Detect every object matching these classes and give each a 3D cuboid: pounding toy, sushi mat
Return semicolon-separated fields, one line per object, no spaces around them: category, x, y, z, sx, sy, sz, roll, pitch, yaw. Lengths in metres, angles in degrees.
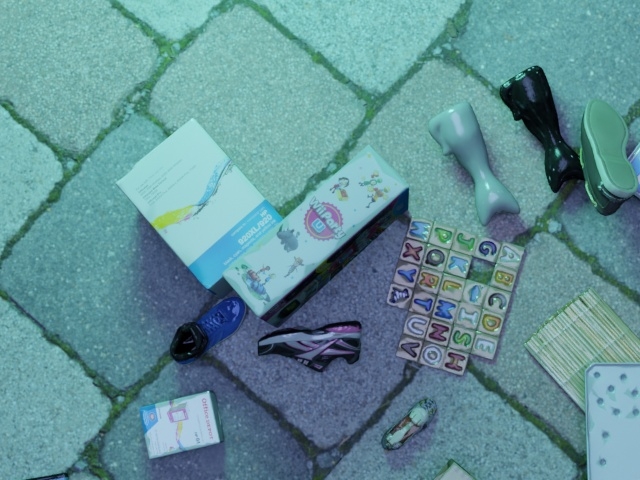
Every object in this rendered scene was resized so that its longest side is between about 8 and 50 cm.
pounding toy;0.206;0.428;1.817;0.100;0.141;0.130;39;87;7
sushi mat;0.491;0.237;1.887;0.151;0.019;0.316;-42;82;-1

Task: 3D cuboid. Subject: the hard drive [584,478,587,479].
hard drive;0.479;0.435;1.859;0.094;0.022;0.135;-37;82;-2

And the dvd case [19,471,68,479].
dvd case;-0.490;0.524;1.909;0.180;0.022;0.253;-10;82;3

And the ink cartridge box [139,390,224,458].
ink cartridge box;-0.228;0.303;1.906;0.122;0.052;0.088;-14;82;0

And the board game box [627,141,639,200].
board game box;0.658;-0.086;1.887;0.305;0.053;0.193;38;97;7

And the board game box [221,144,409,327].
board game box;0.000;0.000;1.845;0.303;0.224;0.097;-43;82;-2

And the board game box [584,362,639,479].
board game box;0.615;0.389;1.818;0.390;0.050;0.389;0;80;3

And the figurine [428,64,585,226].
figurine;0.314;-0.151;1.919;0.215;0.092;0.209;-27;86;1

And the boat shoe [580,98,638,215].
boat shoe;0.458;-0.139;1.880;0.081;0.068;0.227;14;45;-12

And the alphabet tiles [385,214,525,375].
alphabet tiles;0.214;0.096;1.928;0.198;0.009;0.237;16;83;5

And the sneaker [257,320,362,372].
sneaker;-0.017;0.182;1.903;0.178;0.072;0.077;-6;93;8

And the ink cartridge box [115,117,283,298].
ink cartridge box;-0.185;-0.050;1.890;0.168;0.171;0.232;-41;83;-2

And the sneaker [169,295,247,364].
sneaker;-0.186;0.147;1.907;0.152;0.084;0.058;-39;82;-2

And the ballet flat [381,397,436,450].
ballet flat;0.147;0.303;1.889;0.114;0.041;0.041;-42;82;-3
